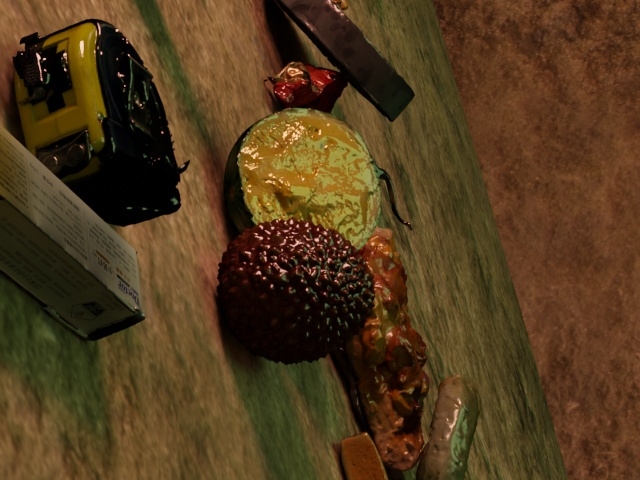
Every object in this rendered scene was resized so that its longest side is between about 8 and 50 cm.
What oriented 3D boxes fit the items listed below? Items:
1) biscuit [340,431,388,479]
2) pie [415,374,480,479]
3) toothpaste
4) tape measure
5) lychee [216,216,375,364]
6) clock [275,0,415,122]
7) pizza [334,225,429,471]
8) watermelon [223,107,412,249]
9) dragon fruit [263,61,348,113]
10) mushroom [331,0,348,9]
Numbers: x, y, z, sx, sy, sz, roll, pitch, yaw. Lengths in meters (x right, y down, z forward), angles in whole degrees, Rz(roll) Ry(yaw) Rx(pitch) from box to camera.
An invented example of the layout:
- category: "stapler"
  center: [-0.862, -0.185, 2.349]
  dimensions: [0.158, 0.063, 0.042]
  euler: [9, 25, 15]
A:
- category: "biscuit"
  center: [0.073, 0.343, 1.956]
  dimensions: [0.056, 0.052, 0.188]
  euler: [57, 16, -82]
- category: "pie"
  center: [0.168, 0.331, 2.086]
  dimensions: [0.306, 0.071, 0.306]
  euler: [14, 90, -83]
- category: "toothpaste"
  center: [-0.246, -0.020, 1.250]
  dimensions: [0.313, 0.071, 0.089]
  euler: [49, 22, -53]
- category: "tape measure"
  center: [-0.214, -0.121, 1.434]
  dimensions: [0.199, 0.112, 0.186]
  euler: [37, 33, -66]
- category: "lychee"
  center: [-0.027, 0.058, 1.742]
  dimensions: [0.188, 0.188, 0.188]
  euler: [-21, 90, -76]
- category: "clock"
  center: [0.033, -0.323, 2.470]
  dimensions: [0.312, 0.061, 0.312]
  euler: [46, 3, -3]
- category: "pizza"
  center: [0.086, 0.134, 2.186]
  dimensions: [0.278, 0.114, 0.409]
  euler: [63, 15, -49]
- category: "watermelon"
  center: [-0.029, -0.058, 1.914]
  dimensions: [0.232, 0.127, 0.204]
  euler: [-21, 83, -36]
- category: "dragon fruit"
  center: [-0.042, -0.225, 2.339]
  dimensions: [0.092, 0.122, 0.192]
  euler: [31, 13, 12]
- category: "mushroom"
  center: [-0.044, -0.464, 2.488]
  dimensions: [0.026, 0.028, 0.286]
  euler: [-17, 51, -37]
